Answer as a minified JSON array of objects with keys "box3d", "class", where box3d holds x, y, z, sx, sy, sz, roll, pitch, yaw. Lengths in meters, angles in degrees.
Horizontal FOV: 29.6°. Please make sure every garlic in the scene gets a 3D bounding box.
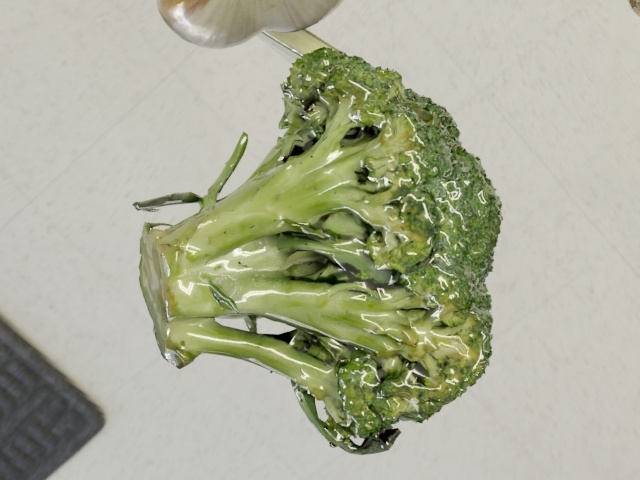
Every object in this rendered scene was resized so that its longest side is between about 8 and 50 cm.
[{"box3d":[-0.079,-0.278,0.978,0.256,0.207,0.207,42,108,-5],"class":"garlic"}]

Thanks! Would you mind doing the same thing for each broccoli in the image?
[{"box3d":[0.000,0.000,0.959,0.283,0.304,0.321,-10,117,-19],"class":"broccoli"}]

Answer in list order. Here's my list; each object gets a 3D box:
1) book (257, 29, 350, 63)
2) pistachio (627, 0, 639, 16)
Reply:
[{"box3d":[0.023,-0.154,1.185,0.202,0.264,0.027,37,93,37],"class":"book"},{"box3d":[0.305,-0.262,0.962,0.117,0.145,0.201,14,80,4],"class":"pistachio"}]
